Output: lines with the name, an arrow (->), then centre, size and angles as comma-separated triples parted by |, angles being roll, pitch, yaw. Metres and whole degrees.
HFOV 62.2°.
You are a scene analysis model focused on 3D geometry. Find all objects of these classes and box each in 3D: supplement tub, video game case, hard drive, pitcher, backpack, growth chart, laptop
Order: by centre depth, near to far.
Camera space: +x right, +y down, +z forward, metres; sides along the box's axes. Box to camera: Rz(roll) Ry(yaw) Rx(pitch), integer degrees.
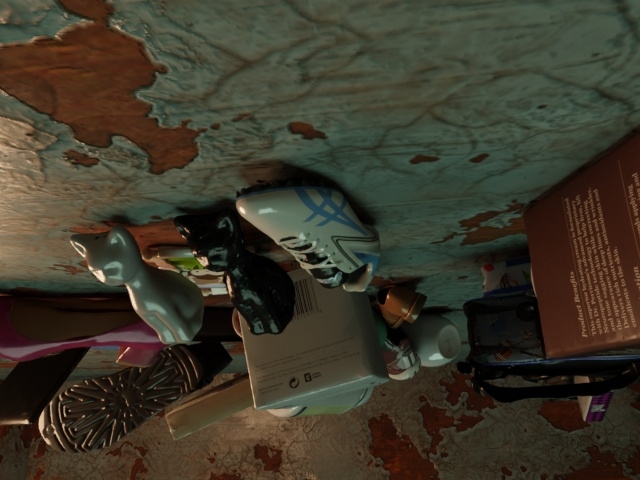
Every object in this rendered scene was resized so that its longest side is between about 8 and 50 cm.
backpack -> 0.371, 0.123, 0.786 | 0.263, 0.214, 0.276 | -5, 171, 37
growth chart -> -0.151, 0.047, 0.790 | 0.171, 0.021, 0.237 | -5, 160, 6
video game case -> 0.513, 0.218, 1.025 | 0.041, 0.211, 0.232 | -9, 147, 18
hard drive -> -0.222, 0.192, 1.186 | 0.254, 0.054, 0.172 | 4, 162, -20
pitcher -> 0.257, 0.235, 1.313 | 0.177, 0.126, 0.207 | -16, -176, -35
laptop -> -0.635, 0.369, 1.427 | 0.381, 0.408, 0.236 | -17, 124, 38
supplement tub -> -0.011, 0.416, 1.631 | 0.324, 0.236, 0.235 | 14, 157, -42

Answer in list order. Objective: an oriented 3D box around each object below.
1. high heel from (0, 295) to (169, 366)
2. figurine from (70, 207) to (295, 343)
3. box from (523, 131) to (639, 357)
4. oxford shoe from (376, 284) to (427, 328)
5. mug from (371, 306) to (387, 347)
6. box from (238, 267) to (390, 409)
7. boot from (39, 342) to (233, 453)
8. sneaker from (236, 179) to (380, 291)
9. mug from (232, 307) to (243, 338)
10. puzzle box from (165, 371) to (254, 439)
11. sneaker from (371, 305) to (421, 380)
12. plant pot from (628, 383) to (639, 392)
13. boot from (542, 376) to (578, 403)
high heel -> -0.429, 0.121, 0.925 | 0.376, 0.127, 0.181 | 15, 127, -34
figurine -> -0.161, 0.039, 0.642 | 0.214, 0.093, 0.210 | -8, 145, 13
box -> 0.326, 0.015, 0.496 | 0.166, 0.169, 0.203 | 0, 163, -9
oxford shoe -> 0.139, 0.115, 0.999 | 0.076, 0.076, 0.212 | 28, 166, 4
mug -> 0.066, 0.174, 1.071 | 0.129, 0.097, 0.158 | 18, 151, 33
box -> -0.012, 0.142, 0.793 | 0.180, 0.182, 0.119 | -20, 158, 14
boot -> -0.424, 0.364, 1.330 | 0.366, 0.146, 0.445 | -22, 175, -5
sneaker -> 0.000, 0.000, 0.552 | 0.085, 0.086, 0.237 | -10, 160, 28
mug -> -0.084, 0.163, 1.039 | 0.150, 0.113, 0.169 | -11, 157, 9
puzzle box -> -0.185, 0.341, 1.202 | 0.271, 0.052, 0.409 | -21, 172, -10
sneaker -> 0.101, 0.203, 1.230 | 0.281, 0.106, 0.163 | 14, 135, 36
plant pot -> 0.645, 0.164, 0.910 | 0.235, 0.268, 0.267 | 6, 165, 18
boot -> 0.599, 0.284, 1.302 | 0.118, 0.223, 0.338 | -6, 162, 16
